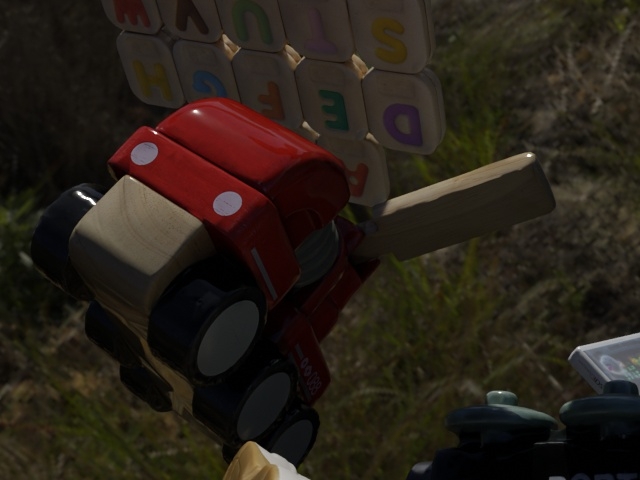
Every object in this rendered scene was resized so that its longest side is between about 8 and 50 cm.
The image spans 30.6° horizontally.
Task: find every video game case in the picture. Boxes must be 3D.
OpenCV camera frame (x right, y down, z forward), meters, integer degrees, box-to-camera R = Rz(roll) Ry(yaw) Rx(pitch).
[{"bbox_3d":[0.331,0.147,1.030,0.173,0.190,0.022,50,127,31],"label":"video game case"}]

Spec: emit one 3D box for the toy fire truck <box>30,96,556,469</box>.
[{"bbox_3d":[0.000,0.000,0.666,0.158,0.217,0.246,31,68,28],"label":"toy fire truck"}]

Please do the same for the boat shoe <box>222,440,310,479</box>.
[{"bbox_3d":[0.006,0.132,0.397,0.277,0.096,0.098,-145,79,-86],"label":"boat shoe"}]

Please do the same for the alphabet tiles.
[{"bbox_3d":[-0.043,-0.145,0.873,0.284,0.278,0.021,13,46,27],"label":"alphabet tiles"}]

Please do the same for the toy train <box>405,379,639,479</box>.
[{"bbox_3d":[0.221,0.170,0.755,0.334,0.190,0.142,-14,63,39],"label":"toy train"}]
